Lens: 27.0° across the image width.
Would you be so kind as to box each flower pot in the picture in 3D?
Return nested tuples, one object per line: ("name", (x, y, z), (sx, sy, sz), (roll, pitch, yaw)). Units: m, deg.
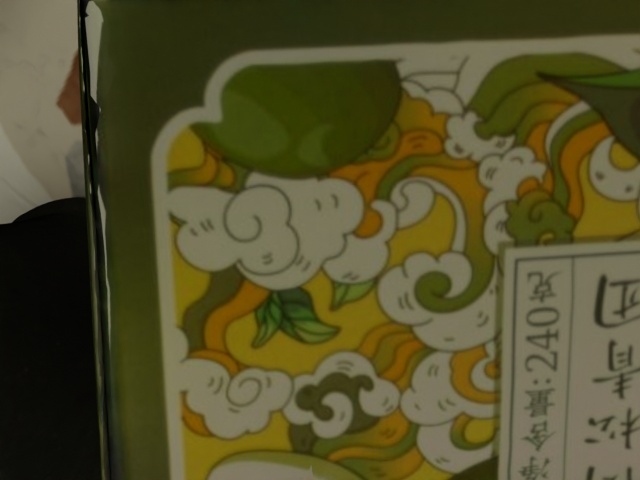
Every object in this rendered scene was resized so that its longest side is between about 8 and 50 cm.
("flower pot", (-0.206, 0.078, 0.796), (0.235, 0.148, 0.235), (-8, 77, 36))

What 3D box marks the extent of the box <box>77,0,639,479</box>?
("box", (0.096, 0.077, 0.550), (0.372, 0.138, 0.420), (-3, 110, -10))
